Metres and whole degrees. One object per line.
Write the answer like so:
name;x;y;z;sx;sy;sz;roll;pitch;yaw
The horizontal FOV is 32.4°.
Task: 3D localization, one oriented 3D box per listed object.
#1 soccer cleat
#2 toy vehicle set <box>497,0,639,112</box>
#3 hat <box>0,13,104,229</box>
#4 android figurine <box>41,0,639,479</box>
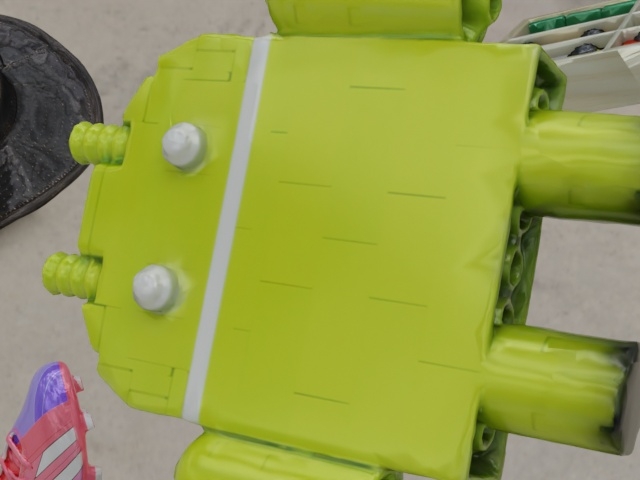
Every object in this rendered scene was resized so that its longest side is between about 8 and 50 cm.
soccer cleat;-0.225;0.203;0.856;0.095;0.248;0.083;-4;35;-21
toy vehicle set;0.239;-0.132;0.696;0.266;0.035;0.166;-8;20;27
hat;-0.338;-0.131;0.869;0.331;0.134;0.331;-1;45;1
android figurine;0.000;0.000;0.454;0.272;0.248;0.056;9;-5;27
